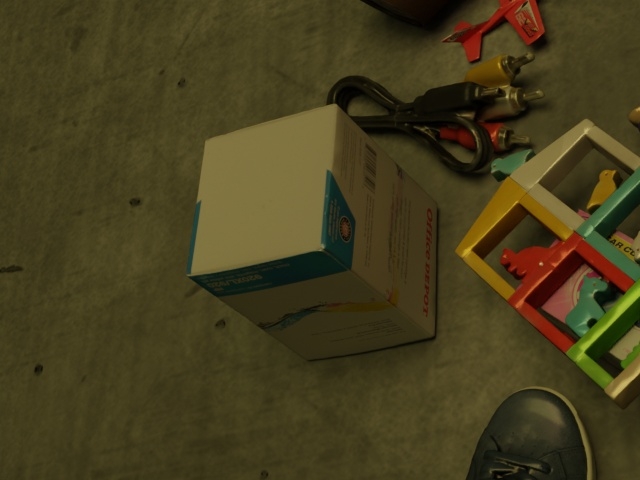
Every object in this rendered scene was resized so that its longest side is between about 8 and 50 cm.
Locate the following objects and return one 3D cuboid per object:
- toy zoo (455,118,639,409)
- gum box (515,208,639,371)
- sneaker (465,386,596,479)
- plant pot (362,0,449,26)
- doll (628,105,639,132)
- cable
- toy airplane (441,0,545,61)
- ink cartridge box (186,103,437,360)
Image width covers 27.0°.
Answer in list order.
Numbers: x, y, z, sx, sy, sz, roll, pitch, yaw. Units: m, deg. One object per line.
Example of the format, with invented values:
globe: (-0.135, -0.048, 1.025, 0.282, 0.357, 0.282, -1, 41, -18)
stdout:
toy zoo: (0.259, 0.003, 1.292, 0.192, 0.030, 0.293, -46, 47, 2)
gum box: (0.290, 0.058, 1.301, 0.107, 0.062, 0.188, -51, 48, -4)
sneaker: (0.150, 0.282, 1.202, 0.131, 0.148, 0.350, 2, 64, 34)
plant pot: (0.127, -0.383, 1.603, 0.215, 0.215, 0.230, 28, 95, 41)
doll: (0.380, -0.065, 1.328, 0.129, 0.046, 0.189, -30, 56, 3)
cable: (0.126, -0.138, 1.554, 0.287, 0.072, 0.139, -3, 78, 46)
toy airplane: (0.213, -0.265, 1.571, 0.151, 0.028, 0.151, -17, 53, 25)
ink cartridge box: (0.000, 0.000, 1.415, 0.168, 0.232, 0.171, -13, 57, 29)
